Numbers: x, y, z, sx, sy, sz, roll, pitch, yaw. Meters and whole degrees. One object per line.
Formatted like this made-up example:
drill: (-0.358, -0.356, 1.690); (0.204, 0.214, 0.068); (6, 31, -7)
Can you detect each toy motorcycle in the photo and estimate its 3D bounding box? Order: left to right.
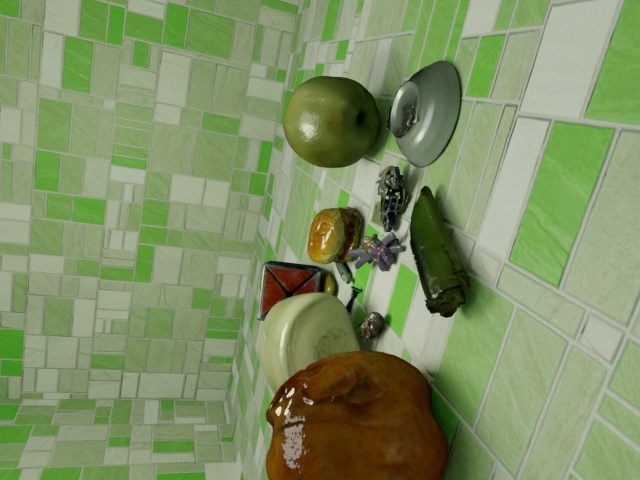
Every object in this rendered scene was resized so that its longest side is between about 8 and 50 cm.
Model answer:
toy motorcycle: (0.227, -0.144, 1.584); (0.130, 0.094, 0.229); (-104, 15, -55)

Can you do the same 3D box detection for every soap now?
soap: (0.033, 0.193, 2.064); (0.140, 0.045, 0.089); (-109, 35, -58)

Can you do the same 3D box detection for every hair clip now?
hair clip: (0.181, 0.044, 1.643); (0.137, 0.090, 0.278); (61, 161, -1)

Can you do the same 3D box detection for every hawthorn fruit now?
hawthorn fruit: (0.079, 0.497, 1.253); (0.472, 0.471, 0.472); (-173, 90, -71)

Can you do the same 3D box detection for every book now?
book: (0.208, -0.091, 1.714); (0.111, 0.014, 0.077); (-143, 62, -68)

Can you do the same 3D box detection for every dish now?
dish: (0.285, -0.383, 1.462); (0.316, 0.106, 0.316); (-173, 90, -70)

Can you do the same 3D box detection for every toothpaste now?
toothpaste: (0.087, 0.114, 1.957); (0.216, 0.037, 0.062); (-115, 37, -64)

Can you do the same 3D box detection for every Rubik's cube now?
Rubik's cube: (-0.137, 0.225, 2.155); (0.260, 0.259, 0.255); (161, 116, -85)

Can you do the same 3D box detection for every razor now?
razor: (0.117, 0.229, 1.845); (0.028, 0.044, 0.154); (-59, -10, -53)

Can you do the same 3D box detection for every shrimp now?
shrimp: (0.162, 0.292, 1.633); (0.073, 0.075, 0.190); (53, 154, 18)

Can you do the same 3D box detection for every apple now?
apple: (0.046, -0.432, 1.807); (0.357, 0.357, 0.357); (-173, 90, -71)

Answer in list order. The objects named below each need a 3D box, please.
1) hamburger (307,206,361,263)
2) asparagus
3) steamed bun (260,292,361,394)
hamburger: (0.052, -0.022, 1.911); (0.244, 0.163, 0.244); (-171, 90, -72)
asparagus: (0.295, 0.019, 1.297); (0.128, 0.108, 0.382); (114, 156, -43)
steamed bun: (-0.056, 0.425, 1.739); (0.371, 0.290, 0.456); (-25, 80, 62)
